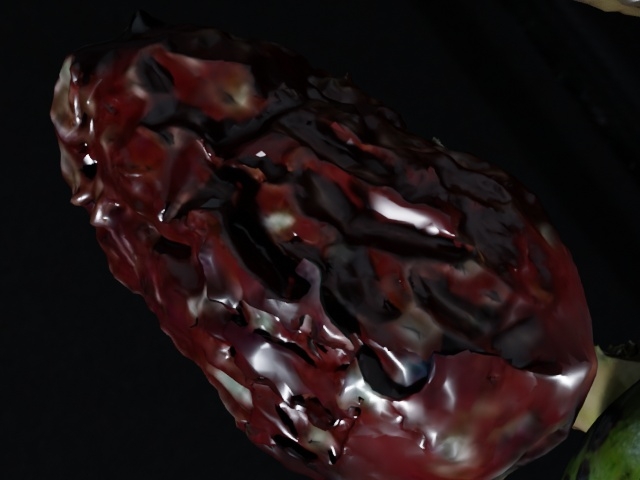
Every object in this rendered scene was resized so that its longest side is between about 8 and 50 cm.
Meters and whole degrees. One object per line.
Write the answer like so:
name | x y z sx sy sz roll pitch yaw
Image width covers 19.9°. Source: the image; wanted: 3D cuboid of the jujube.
jujube | 0.001 0.002 0.490 0.104 0.104 0.166 -26 -120 -32

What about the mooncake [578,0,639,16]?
mooncake | 0.156 -0.246 0.721 0.324 0.324 0.187 24 -154 -1

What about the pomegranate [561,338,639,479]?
pomegranate | 0.116 0.072 0.541 0.122 0.122 0.161 -16 -139 -28

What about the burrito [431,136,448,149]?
burrito | 0.060 -0.015 1.165 0.055 0.041 0.149 48 -142 -12
